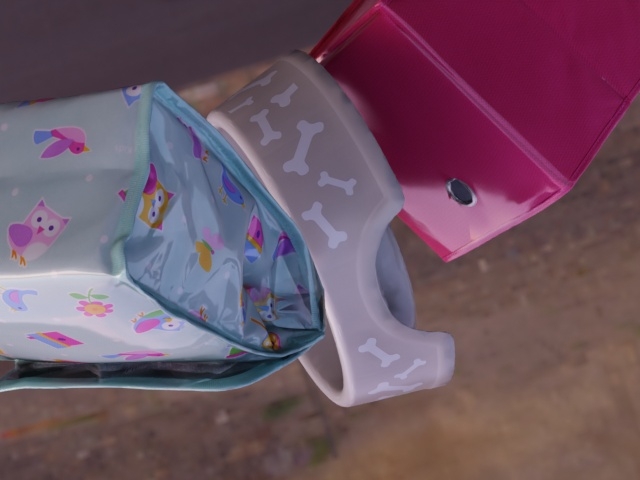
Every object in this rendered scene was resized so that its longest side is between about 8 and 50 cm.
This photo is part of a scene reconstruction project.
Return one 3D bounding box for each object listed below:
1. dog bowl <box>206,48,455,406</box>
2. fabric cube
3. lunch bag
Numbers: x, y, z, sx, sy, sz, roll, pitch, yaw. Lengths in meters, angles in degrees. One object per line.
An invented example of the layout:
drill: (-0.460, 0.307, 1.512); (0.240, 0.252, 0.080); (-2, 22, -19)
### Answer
dog bowl: (0.000, 0.000, 1.727); (0.102, 0.349, 0.349); (-25, 173, -11)
fabric cube: (0.156, -0.179, 1.865); (0.259, 0.258, 0.254); (-52, -170, -30)
lunch bag: (-0.141, 0.017, 1.211); (0.223, 0.160, 0.262); (-3, 157, 26)
